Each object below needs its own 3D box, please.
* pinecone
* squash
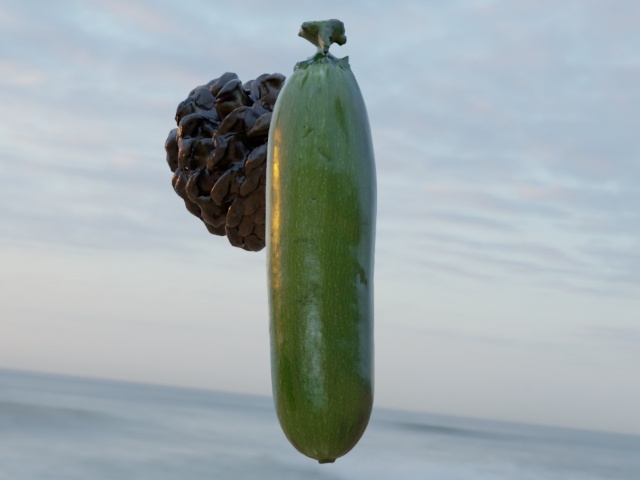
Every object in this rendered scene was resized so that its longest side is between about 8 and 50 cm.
[{"bbox_3d":[-0.085,-0.104,1.674,0.257,0.243,0.243,25,-1,16],"label":"pinecone"},{"bbox_3d":[0.000,0.000,1.126,0.101,0.379,0.101,-1,0,0],"label":"squash"}]
